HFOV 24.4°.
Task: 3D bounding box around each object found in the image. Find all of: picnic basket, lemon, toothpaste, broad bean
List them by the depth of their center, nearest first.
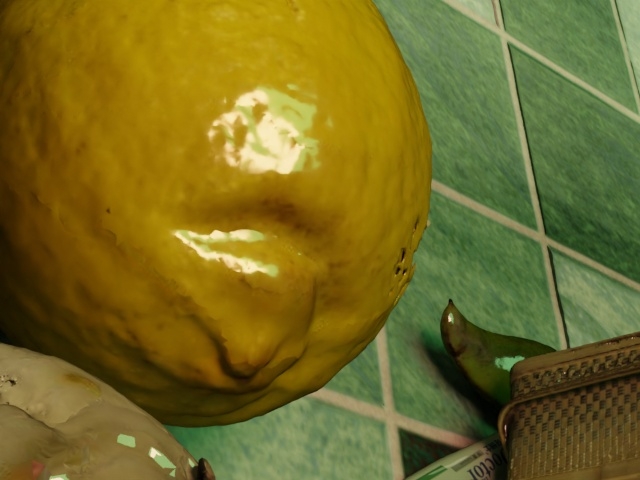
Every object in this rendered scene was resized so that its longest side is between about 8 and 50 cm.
[{"bbox_3d":[-0.076,-0.041,0.847,0.297,0.297,0.297,30,44,-34],"label":"lemon"},{"bbox_3d":[0.101,0.185,1.098,0.218,0.041,0.064,-19,68,-51],"label":"toothpaste"},{"bbox_3d":[0.255,0.197,1.120,0.267,0.165,0.139,51,35,-36],"label":"picnic basket"},{"bbox_3d":[0.209,0.142,1.235,0.339,0.061,0.077,36,53,-27],"label":"broad bean"}]

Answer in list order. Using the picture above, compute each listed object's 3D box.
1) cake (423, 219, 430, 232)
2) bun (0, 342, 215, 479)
[{"bbox_3d":[-0.009,-0.018,1.073,0.220,0.086,0.117,-26,85,-54],"label":"cake"},{"bbox_3d":[-0.126,0.166,0.567,0.281,0.204,0.282,31,45,-36],"label":"bun"}]
